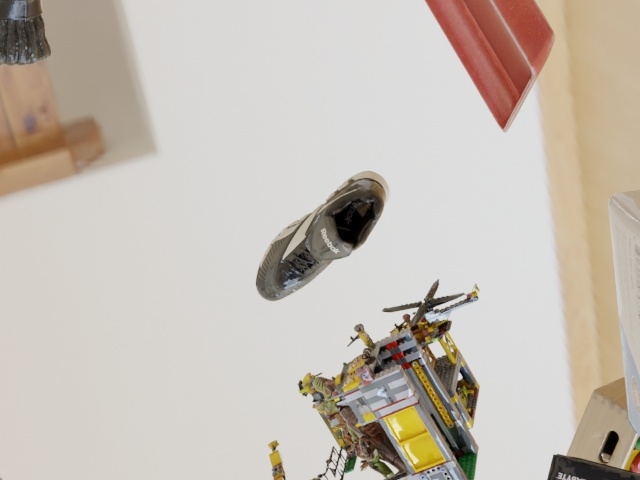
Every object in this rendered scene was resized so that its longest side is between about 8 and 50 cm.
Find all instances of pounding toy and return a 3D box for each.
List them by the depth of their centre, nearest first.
[{"bbox_3d":[0.444,0.290,1.930,0.094,0.206,0.181,32,116,32],"label":"pounding toy"}]

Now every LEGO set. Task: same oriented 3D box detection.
[{"bbox_3d":[0.047,0.174,1.504,0.192,0.255,0.331,60,-151,-15],"label":"LEGO set"}]

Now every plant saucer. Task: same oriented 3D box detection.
[{"bbox_3d":[0.156,-0.255,1.381,0.259,0.048,0.258,61,177,7],"label":"plant saucer"}]

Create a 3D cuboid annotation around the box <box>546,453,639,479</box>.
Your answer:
[{"bbox_3d":[0.380,0.426,1.590,0.296,0.073,0.293,9,83,38],"label":"box"}]

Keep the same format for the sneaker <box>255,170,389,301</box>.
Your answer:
[{"bbox_3d":[0.000,0.000,1.836,0.078,0.234,0.106,47,-173,-12],"label":"sneaker"}]

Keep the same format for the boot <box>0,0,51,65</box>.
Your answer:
[{"bbox_3d":[-0.465,-0.418,2.211,0.131,0.348,0.260,-19,-74,-64],"label":"boot"}]

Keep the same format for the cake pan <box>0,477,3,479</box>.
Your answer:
[{"bbox_3d":[-0.571,0.479,2.061,0.054,0.293,0.293,12,-127,-61],"label":"cake pan"}]

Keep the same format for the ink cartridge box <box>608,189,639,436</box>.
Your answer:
[{"bbox_3d":[0.426,0.126,1.338,0.395,0.166,0.285,-104,5,-72],"label":"ink cartridge box"}]
